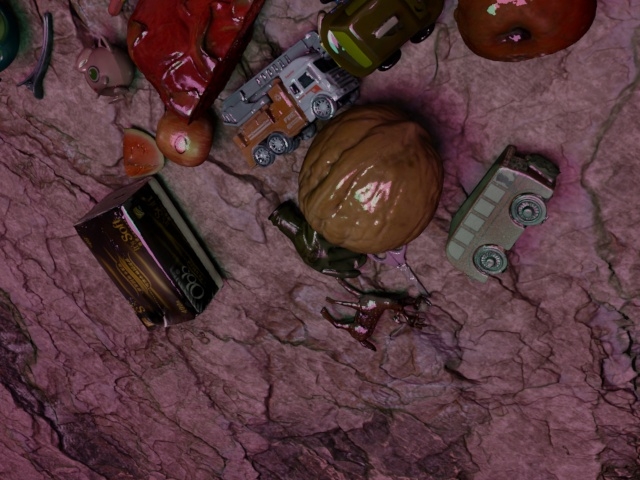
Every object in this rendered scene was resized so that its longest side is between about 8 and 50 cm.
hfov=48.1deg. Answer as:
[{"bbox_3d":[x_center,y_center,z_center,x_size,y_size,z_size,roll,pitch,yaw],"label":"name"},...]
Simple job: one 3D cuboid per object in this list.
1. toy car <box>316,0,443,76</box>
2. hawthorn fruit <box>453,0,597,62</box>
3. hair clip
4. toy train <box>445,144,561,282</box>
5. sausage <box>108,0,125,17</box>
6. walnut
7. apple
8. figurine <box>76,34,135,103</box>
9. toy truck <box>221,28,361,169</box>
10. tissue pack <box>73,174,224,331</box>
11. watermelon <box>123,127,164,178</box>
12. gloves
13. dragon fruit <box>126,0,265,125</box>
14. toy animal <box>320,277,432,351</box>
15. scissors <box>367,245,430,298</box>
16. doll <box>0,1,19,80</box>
[{"bbox_3d":[0.116,-0.416,1.329,0.248,0.198,0.204,-40,112,14],"label":"toy car"},{"bbox_3d":[0.354,-0.434,1.235,0.261,0.258,0.258,-19,118,-4],"label":"hawthorn fruit"},{"bbox_3d":[-0.687,-0.455,1.765,0.070,0.039,0.229,33,123,-3],"label":"hair clip"},{"bbox_3d":[0.380,-0.048,1.547,0.159,0.129,0.326,32,128,6],"label":"toy train"},{"bbox_3d":[-0.424,-0.578,1.576,0.029,0.029,0.223,37,128,-5],"label":"sausage"},{"bbox_3d":[0.107,-0.129,1.505,0.332,0.333,0.333,10,125,15],"label":"walnut"},{"bbox_3d":[-0.318,-0.249,1.680,0.131,0.146,0.146,15,129,-15],"label":"apple"},{"bbox_3d":[-0.497,-0.395,1.670,0.125,0.125,0.138,-21,96,32],"label":"figurine"},{"bbox_3d":[-0.062,-0.310,1.549,0.338,0.133,0.184,-34,96,37],"label":"toy truck"},{"bbox_3d":[-0.441,0.029,1.881,0.210,0.198,0.370,-17,114,34],"label":"tissue pack"},{"bbox_3d":[-0.468,-0.215,1.796,0.125,0.094,0.135,-12,112,37],"label":"watermelon"},{"bbox_3d":[-0.010,0.008,1.761,0.268,0.107,0.135,32,159,-4],"label":"gloves"},{"bbox_3d":[-0.274,-0.452,1.478,0.286,0.228,0.329,43,129,-7],"label":"dragon fruit"},{"bbox_3d":[0.139,0.183,1.841,0.260,0.087,0.243,23,141,4],"label":"toy animal"},{"bbox_3d":[0.204,0.070,1.762,0.110,0.021,0.212,-29,107,36],"label":"scissors"},{"bbox_3d":[-0.829,-0.523,1.684,0.198,0.186,0.322,-19,98,-2],"label":"doll"}]
